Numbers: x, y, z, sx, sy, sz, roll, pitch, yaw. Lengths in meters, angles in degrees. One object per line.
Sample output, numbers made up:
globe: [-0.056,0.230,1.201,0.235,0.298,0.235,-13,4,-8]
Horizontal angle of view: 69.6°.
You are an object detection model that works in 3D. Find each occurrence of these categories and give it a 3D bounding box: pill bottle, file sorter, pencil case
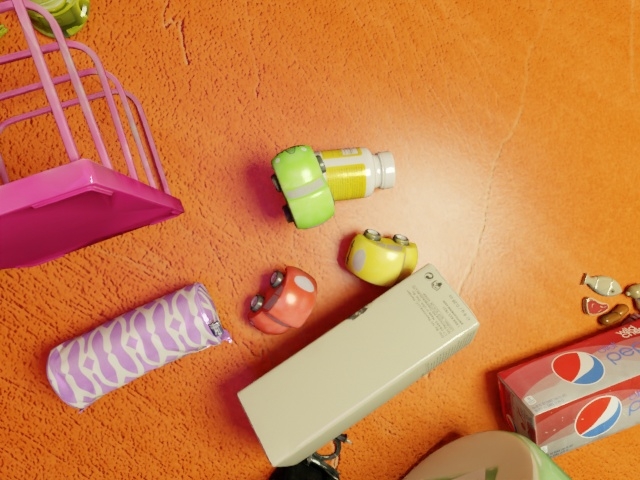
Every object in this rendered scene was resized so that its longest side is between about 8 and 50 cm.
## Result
pill bottle: [0.032,-0.083,0.580,0.116,0.065,0.065,-7,93,-5]
file sorter: [-0.284,-0.086,0.437,0.201,0.290,0.183,-20,91,-5]
pencil case: [-0.215,0.126,0.557,0.205,0.086,0.088,-23,122,-3]

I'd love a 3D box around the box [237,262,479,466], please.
box: [0.049,0.152,0.555,0.275,0.113,0.094,-32,63,-5]

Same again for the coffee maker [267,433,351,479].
coffee maker: [-0.019,0.337,0.533,0.120,0.178,0.172,10,91,-7]

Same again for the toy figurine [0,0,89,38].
toy figurine: [-0.408,-0.391,0.448,0.191,0.217,0.363,-25,94,-4]

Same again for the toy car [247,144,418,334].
toy car: [0.000,0.000,0.543,0.238,0.053,0.225,-23,120,-5]

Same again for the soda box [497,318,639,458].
soda box: [0.374,0.186,0.605,0.263,0.083,0.092,-18,114,-6]

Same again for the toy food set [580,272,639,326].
toy food set: [0.424,0.094,0.649,0.122,0.019,0.078,11,91,-6]

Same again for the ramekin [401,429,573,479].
ramekin: [0.175,0.358,0.501,0.303,0.303,0.148,-41,88,-3]
